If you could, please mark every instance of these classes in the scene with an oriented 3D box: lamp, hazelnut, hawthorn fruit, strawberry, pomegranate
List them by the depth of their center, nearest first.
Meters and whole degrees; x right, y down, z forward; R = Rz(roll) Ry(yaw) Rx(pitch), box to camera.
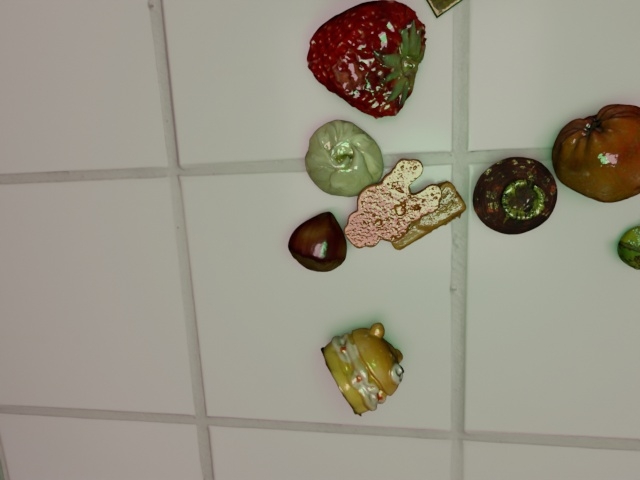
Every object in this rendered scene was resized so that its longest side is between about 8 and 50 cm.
[{"bbox_3d":[0.826,-0.222,1.291,0.277,0.277,0.298,-41,115,15],"label":"hawthorn fruit"},{"bbox_3d":[0.123,-0.543,1.364,0.345,0.295,0.318,25,127,38],"label":"strawberry"},{"bbox_3d":[0.583,-0.133,1.365,0.247,0.247,0.247,2,102,10],"label":"lamp"},{"bbox_3d":[0.991,0.018,1.381,0.122,0.143,0.169,51,63,-35],"label":"pomegranate"},{"bbox_3d":[0.000,0.000,1.516,0.208,0.208,0.208,2,102,10],"label":"hazelnut"}]

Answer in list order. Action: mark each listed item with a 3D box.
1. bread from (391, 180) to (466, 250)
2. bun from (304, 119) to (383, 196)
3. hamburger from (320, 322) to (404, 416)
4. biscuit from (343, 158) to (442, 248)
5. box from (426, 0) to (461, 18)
[{"bbox_3d":[0.338,-0.078,1.492,0.271,0.077,0.139,-33,94,15],"label":"bread"},{"bbox_3d":[0.067,-0.257,1.463,0.259,0.160,0.259,3,105,10],"label":"bun"},{"bbox_3d":[0.161,0.424,1.542,0.236,0.276,0.276,-32,95,2],"label":"hamburger"},{"bbox_3d":[0.219,-0.103,1.446,0.334,0.047,0.202,-41,94,16],"label":"biscuit"},{"bbox_3d":[0.354,-0.792,1.367,0.121,0.030,0.193,-31,94,14],"label":"box"}]
